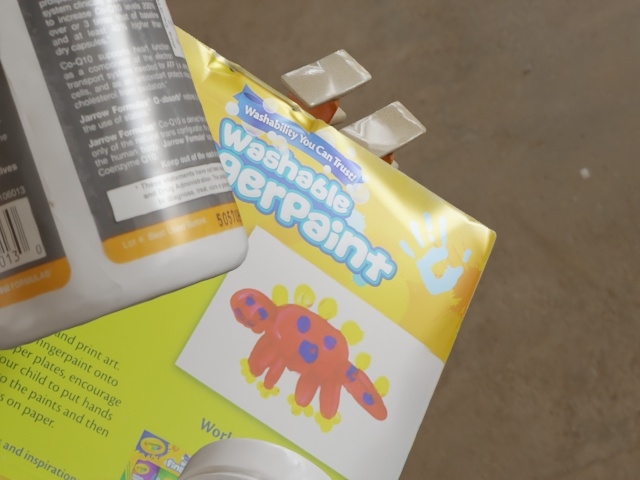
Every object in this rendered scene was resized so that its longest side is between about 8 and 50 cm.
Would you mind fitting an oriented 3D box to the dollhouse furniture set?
[{"bbox_3d":[0.000,0.000,1.231,0.135,0.259,0.262,-29,-20,-44],"label":"dollhouse furniture set"}]

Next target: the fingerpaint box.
[{"bbox_3d":[-0.141,0.050,0.963,0.163,0.444,0.371,-23,39,62],"label":"fingerpaint box"}]

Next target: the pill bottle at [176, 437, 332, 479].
[{"bbox_3d":[-0.043,0.138,0.408,0.086,0.086,0.152,-11,31,29],"label":"pill bottle"}]

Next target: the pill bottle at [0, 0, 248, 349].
[{"bbox_3d":[-0.156,-0.092,0.727,0.162,0.278,0.162,-19,0,0],"label":"pill bottle"}]
